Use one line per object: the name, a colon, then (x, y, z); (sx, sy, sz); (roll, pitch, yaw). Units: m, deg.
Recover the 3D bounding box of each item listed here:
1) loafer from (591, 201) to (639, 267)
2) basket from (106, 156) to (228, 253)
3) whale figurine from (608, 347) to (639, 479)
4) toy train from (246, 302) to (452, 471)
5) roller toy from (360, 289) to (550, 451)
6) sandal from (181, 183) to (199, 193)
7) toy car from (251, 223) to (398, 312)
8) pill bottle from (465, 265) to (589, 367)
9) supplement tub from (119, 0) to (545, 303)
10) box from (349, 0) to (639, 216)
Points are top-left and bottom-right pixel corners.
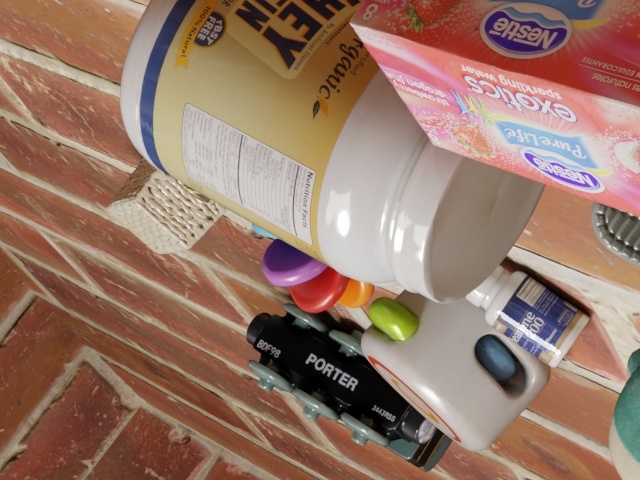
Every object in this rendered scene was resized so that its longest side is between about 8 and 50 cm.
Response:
loafer: (0.338, 0.017, 1.488); (0.251, 0.094, 0.087); (34, -161, 4)
basket: (-0.197, -0.051, 2.409); (0.113, 0.103, 0.167); (42, 165, -13)
whale figurine: (0.359, 0.132, 1.538); (0.216, 0.272, 0.141); (31, 128, 25)
toy train: (0.044, 0.207, 2.599); (0.334, 0.142, 0.190); (27, 172, 33)
roller toy: (0.156, 0.128, 2.074); (0.191, 0.146, 0.209); (41, 173, 19)
sandal: (-0.138, -0.096, 2.191); (0.088, 0.079, 0.240); (36, 165, 5)
toy car: (0.000, 0.000, 1.883); (0.159, 0.136, 0.182); (19, 158, 51)
pill bottle: (0.215, 0.074, 1.931); (0.120, 0.067, 0.067); (34, 165, 9)
supplement tub: (0.017, -0.103, 1.539); (0.316, 0.228, 0.228); (29, 163, 26)
box: (0.190, -0.123, 1.256); (0.300, 0.142, 0.154); (23, 161, 42)
